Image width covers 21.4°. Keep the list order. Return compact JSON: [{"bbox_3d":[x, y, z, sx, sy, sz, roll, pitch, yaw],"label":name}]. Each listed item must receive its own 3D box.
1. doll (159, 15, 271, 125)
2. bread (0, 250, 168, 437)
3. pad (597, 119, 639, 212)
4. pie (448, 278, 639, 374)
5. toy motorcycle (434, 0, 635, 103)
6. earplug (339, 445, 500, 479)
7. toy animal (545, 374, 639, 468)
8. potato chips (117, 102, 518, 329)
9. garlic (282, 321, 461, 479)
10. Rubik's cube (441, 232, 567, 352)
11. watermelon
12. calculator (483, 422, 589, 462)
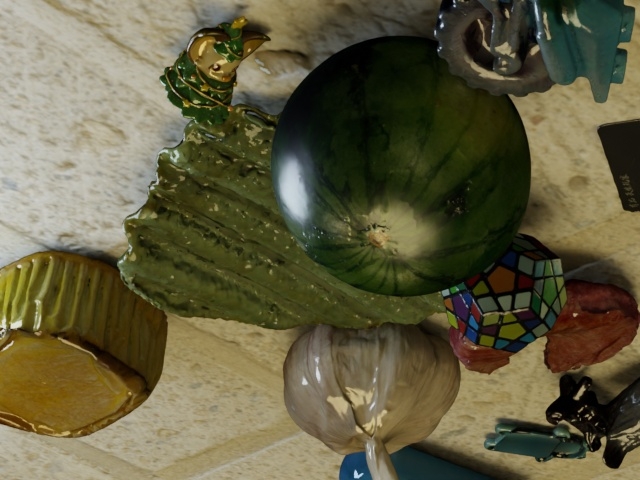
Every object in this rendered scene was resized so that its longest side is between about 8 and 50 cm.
[{"bbox_3d":[-0.104,-0.175,1.594,0.078,0.076,0.113,-1,125,-38],"label":"doll"},{"bbox_3d":[-0.308,0.125,1.989,0.227,0.142,0.253,29,143,-33],"label":"bread"},{"bbox_3d":[0.349,-0.077,1.711,0.112,0.003,0.157,-7,145,19],"label":"pad"},{"bbox_3d":[0.256,0.101,1.909,0.219,0.054,0.204,-3,156,-7],"label":"pie"},{"bbox_3d":[0.209,-0.257,1.303,0.232,0.172,0.416,9,138,6],"label":"toy motorcycle"},{"bbox_3d":[0.146,0.350,2.283,0.273,0.132,0.132,26,141,-23],"label":"earplug"},{"bbox_3d":[0.389,0.206,2.034,0.210,0.117,0.121,-20,133,36],"label":"toy animal"},{"bbox_3d":[0.000,0.000,1.809,0.429,0.070,0.358,27,135,-33],"label":"potato chips"},{"bbox_3d":[0.059,0.205,1.995,0.218,0.212,0.218,-1,146,-1],"label":"garlic"},{"bbox_3d":[0.190,0.051,1.750,0.112,0.133,0.133,46,135,-10],"label":"Rubik's cube"},{"bbox_3d":[0.074,-0.067,1.546,0.242,0.242,0.242,4,147,2],"label":"watermelon"},{"bbox_3d":[0.290,0.266,2.226,0.141,0.019,0.094,10,147,-10],"label":"calculator"}]
